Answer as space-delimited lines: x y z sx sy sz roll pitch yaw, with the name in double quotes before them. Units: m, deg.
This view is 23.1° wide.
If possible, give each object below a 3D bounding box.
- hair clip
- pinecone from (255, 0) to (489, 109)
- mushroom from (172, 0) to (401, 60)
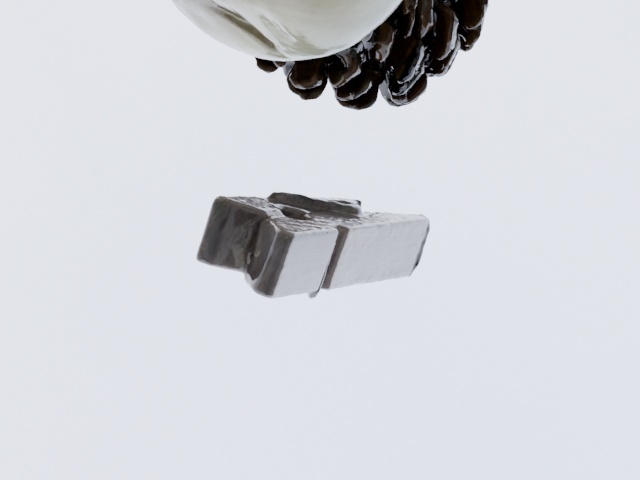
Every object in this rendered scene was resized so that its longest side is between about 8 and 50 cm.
"hair clip" -0.002 0.004 1.460 0.101 0.331 0.085 26 -77 20
"pinecone" 0.037 -0.229 1.456 0.272 0.224 0.224 -27 -102 -44
"mushroom" -0.082 -0.274 1.097 0.336 0.314 0.314 -7 -107 -20
